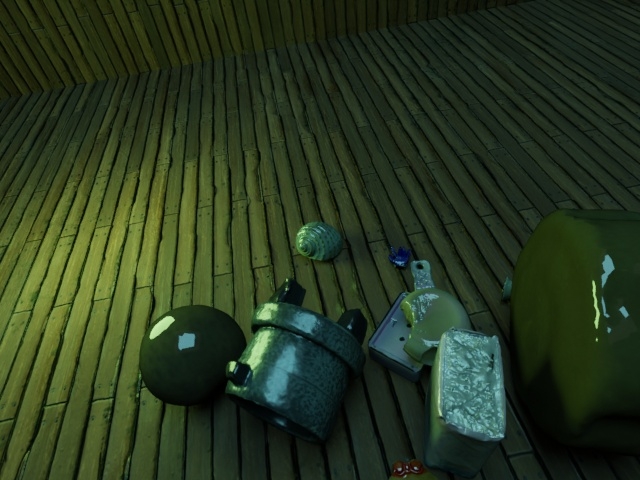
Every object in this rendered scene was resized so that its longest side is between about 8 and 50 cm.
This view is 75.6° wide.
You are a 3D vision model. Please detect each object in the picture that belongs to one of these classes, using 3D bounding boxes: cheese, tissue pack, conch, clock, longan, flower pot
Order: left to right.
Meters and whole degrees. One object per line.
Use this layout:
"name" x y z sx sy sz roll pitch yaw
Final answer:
"longan" -0.302 0.273 0.992 0.248 0.248 0.248 -4 47 4
"flower pot" -0.060 0.259 0.927 0.298 0.299 0.283 16 59 22
"conch" -0.001 -0.003 1.284 0.153 0.102 0.135 -36 67 -24
"clock" 0.226 0.237 1.039 0.144 0.073 0.193 24 55 27
"cheese" 0.262 0.160 1.002 0.163 0.082 0.287 -6 45 2
"tissue pack" 0.275 0.325 0.813 0.124 0.271 0.202 6 48 11

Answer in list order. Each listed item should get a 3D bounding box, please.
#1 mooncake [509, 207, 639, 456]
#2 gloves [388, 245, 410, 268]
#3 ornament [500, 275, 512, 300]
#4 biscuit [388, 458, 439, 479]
"mooncake" 0.551 0.162 0.802 0.262 0.467 0.467 7 48 6
"gloves" 0.237 0.048 1.247 0.064 0.026 0.086 5 48 16
"ornament" 0.562 0.141 1.078 0.156 0.081 0.075 13 54 25
"biscuit" 0.176 0.541 0.788 0.165 0.036 0.226 13 50 21
